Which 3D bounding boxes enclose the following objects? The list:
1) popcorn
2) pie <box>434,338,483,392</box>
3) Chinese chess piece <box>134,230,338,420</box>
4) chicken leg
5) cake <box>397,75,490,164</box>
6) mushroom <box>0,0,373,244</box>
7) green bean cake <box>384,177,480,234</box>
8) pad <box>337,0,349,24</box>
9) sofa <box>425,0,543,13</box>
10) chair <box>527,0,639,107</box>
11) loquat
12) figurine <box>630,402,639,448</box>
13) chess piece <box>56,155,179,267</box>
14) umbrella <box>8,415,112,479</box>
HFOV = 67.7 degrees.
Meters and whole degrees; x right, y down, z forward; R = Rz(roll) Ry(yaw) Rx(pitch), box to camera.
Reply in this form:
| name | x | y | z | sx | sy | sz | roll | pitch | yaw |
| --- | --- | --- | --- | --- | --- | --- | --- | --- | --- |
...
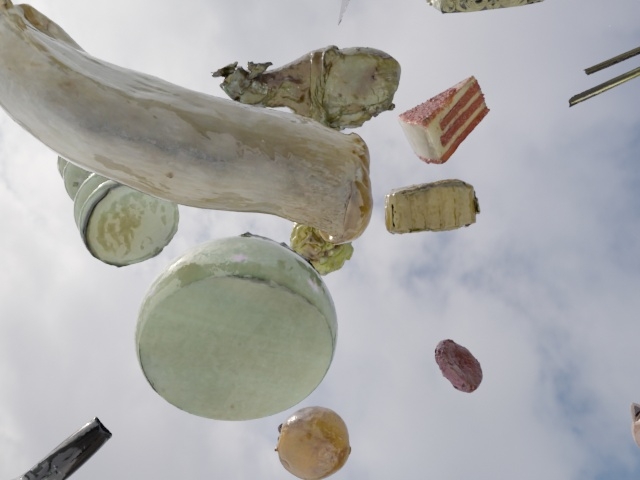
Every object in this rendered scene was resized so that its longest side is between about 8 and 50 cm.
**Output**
| name | x | y | z | sx | sy | sz | roll | pitch | yaw |
| --- | --- | --- | --- | --- | --- | --- | --- | --- | --- |
| popcorn | 0.000 | 0.000 | 1.514 | 0.173 | 0.286 | 0.225 | 15 | -103 | 27 |
| pie | 0.372 | 0.334 | 1.280 | 0.153 | 0.153 | 0.038 | 46 | -52 | 6 |
| Chinese chess piece | -0.143 | 0.158 | 0.846 | 0.349 | 0.146 | 0.349 | -4 | -60 | -6 |
| chicken leg | -0.011 | -0.177 | 0.573 | 0.088 | 0.227 | 0.103 | -124 | -153 | -59 |
| cake | 0.381 | -0.349 | 1.397 | 0.262 | 0.160 | 0.158 | -29 | -57 | 13 |
| mushroom | -0.113 | -0.090 | 0.413 | 0.351 | 0.123 | 0.095 | 20 | -20 | -15 |
| green bean cake | 0.284 | -0.090 | 1.265 | 0.229 | 0.224 | 0.131 | -7 | -85 | 3 |
| pad | 0.088 | -0.563 | 0.912 | 0.004 | 0.181 | 0.267 | 18 | -42 | -11 |
| sofa | 0.314 | -0.555 | 0.924 | 0.200 | 0.258 | 0.182 | -4 | -60 | 8 |
| chair | 0.392 | -0.260 | 0.450 | 0.325 | 0.170 | 0.160 | -16 | -70 | 45 |
| loquat | -0.020 | 0.631 | 1.484 | 0.238 | 0.193 | 0.238 | 1 | -65 | 1 |
| figurine | 0.780 | 0.437 | 1.089 | 0.125 | 0.125 | 0.138 | -13 | -108 | 35 |
| chess piece | -0.317 | -0.083 | 0.699 | 0.243 | 0.133 | 0.133 | 41 | -51 | 36 |
| umbrella | -0.338 | 0.292 | 0.423 | 0.118 | 0.340 | 0.118 | 20 | -52 | 27 |
